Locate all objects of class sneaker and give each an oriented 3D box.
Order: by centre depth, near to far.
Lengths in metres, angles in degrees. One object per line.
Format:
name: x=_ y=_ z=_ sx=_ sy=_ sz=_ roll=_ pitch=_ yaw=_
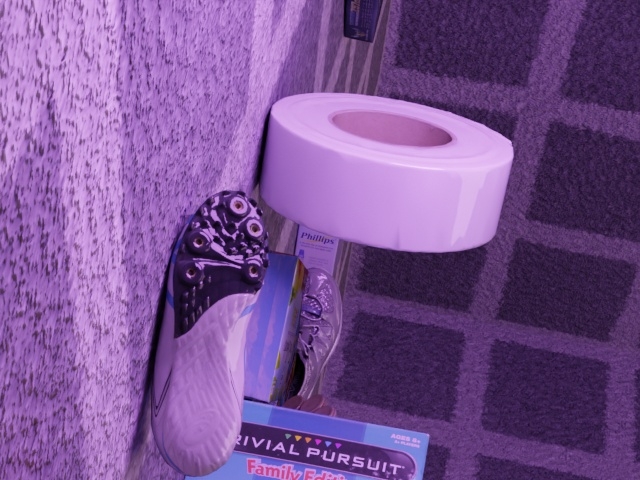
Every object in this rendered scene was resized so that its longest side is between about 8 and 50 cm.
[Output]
sneaker: x=-0.098 y=0.074 z=1.037 sx=0.086 sy=0.085 sz=0.237 roll=179 pitch=-80 yaw=-67
sneaker: x=-0.028 y=0.169 z=2.011 sx=0.115 sy=0.105 sz=0.281 roll=91 pitch=11 yaw=-69

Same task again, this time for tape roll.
tape roll: x=0.076 y=-0.084 z=1.440 sx=0.286 sy=0.286 sz=0.100 roll=-67 pitch=168 yaw=-70

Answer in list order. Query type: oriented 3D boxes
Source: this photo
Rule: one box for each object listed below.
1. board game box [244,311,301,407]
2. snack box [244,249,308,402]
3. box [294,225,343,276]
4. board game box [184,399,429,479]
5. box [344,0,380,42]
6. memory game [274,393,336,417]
board game box: x=-0.079 y=0.206 z=1.730 sx=0.194 sy=0.060 sz=0.194 roll=97 pitch=7 yaw=-52
snack box: x=-0.067 y=0.106 z=1.526 sx=0.207 sy=0.070 sz=0.174 roll=64 pitch=38 yaw=-82
box: x=0.000 y=0.000 z=2.155 sx=0.126 sy=0.072 sz=0.137 roll=-70 pitch=171 yaw=-64
board game box: x=-0.035 y=0.335 z=1.319 sx=0.079 sy=0.254 sz=0.336 roll=94 pitch=8 yaw=-46
box: x=0.087 y=-0.466 z=2.123 sx=0.232 sy=0.059 sz=0.183 roll=90 pitch=12 yaw=-75
memory game: x=-0.059 y=0.254 z=1.535 sx=0.012 sy=0.186 sz=0.186 roll=56 pitch=25 yaw=-21
